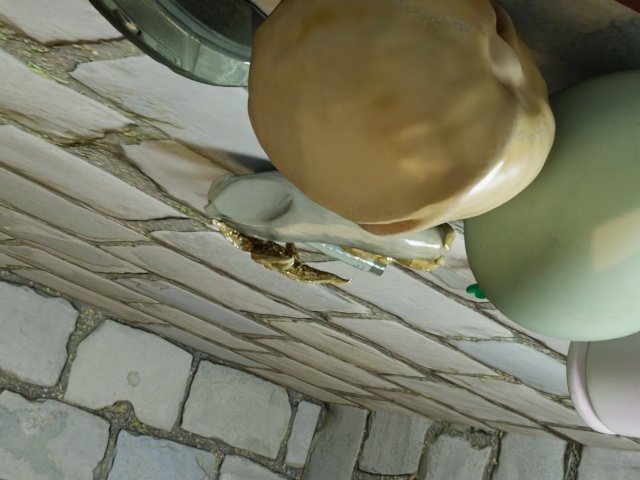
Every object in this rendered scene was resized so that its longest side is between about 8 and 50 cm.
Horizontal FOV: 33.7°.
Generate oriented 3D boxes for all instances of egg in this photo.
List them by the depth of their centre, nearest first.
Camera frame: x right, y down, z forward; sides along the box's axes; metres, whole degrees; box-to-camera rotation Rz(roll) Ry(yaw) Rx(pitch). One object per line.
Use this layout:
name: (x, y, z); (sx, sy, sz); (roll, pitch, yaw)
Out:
egg: (0.259, -0.030, 0.974); (0.230, 0.230, 0.371); (18, 159, -3)

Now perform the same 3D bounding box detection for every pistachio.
pistachio: (0.062, -0.117, 0.880); (0.230, 0.229, 0.309); (28, 175, -36)

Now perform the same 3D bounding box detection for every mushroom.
mushroom: (0.015, -0.032, 1.493); (0.351, 0.097, 0.109); (13, 162, 5)

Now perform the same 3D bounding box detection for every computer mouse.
computer mouse: (-0.140, -0.210, 1.061); (0.231, 0.071, 0.126); (24, 163, -24)

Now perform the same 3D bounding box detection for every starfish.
starfish: (-0.080, 0.008, 1.637); (0.277, 0.062, 0.236); (35, -175, 29)

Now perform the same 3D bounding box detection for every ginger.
ginger: (0.099, 0.011, 1.634); (0.176, 0.052, 0.193); (16, 166, -1)

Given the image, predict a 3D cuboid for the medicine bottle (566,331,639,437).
medicine bottle: (0.537, 0.194, 1.525); (0.202, 0.202, 0.316); (27, 163, -33)

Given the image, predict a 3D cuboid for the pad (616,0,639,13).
pad: (0.226, -0.221, 0.752); (0.267, 0.004, 0.181); (21, 165, -16)

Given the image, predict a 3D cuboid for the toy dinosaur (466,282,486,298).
toy dinosaur: (0.285, 0.074, 1.661); (0.132, 0.059, 0.096); (-7, 159, 39)

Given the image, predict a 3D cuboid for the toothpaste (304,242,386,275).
toothpaste: (0.000, 0.000, 1.724); (0.239, 0.039, 0.062); (23, -171, -18)
